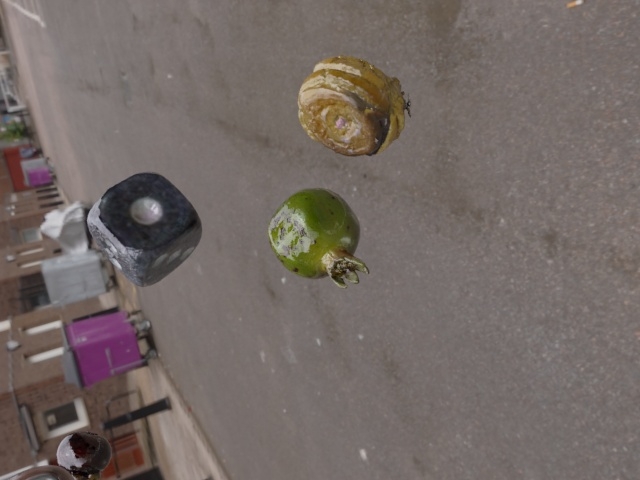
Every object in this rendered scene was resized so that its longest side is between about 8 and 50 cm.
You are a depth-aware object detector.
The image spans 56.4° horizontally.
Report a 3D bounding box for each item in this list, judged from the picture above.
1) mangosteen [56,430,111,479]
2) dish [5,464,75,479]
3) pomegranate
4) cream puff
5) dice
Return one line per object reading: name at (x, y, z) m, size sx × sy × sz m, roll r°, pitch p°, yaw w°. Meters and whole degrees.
mangosteen at (-0.592, 0.547, 1.485) m, size 0.140 × 0.140 × 0.140 m, roll 45°, pitch 144°, yaw 48°
dish at (-0.445, 0.451, 0.937) m, size 0.213 × 0.213 × 0.090 m, roll 61°, pitch 141°, yaw 27°
pomegranate at (0.010, -0.008, 1.246) m, size 0.246 × 0.198 × 0.198 m, roll 14°, pitch 120°, yaw 35°
cream puff at (0.060, -0.230, 1.005) m, size 0.189 × 0.129 × 0.189 m, roll 20°, pitch 151°, yaw 11°
dice at (-0.376, -0.024, 1.289) m, size 0.181 × 0.182 × 0.183 m, roll 45°, pitch 153°, yaw 10°
